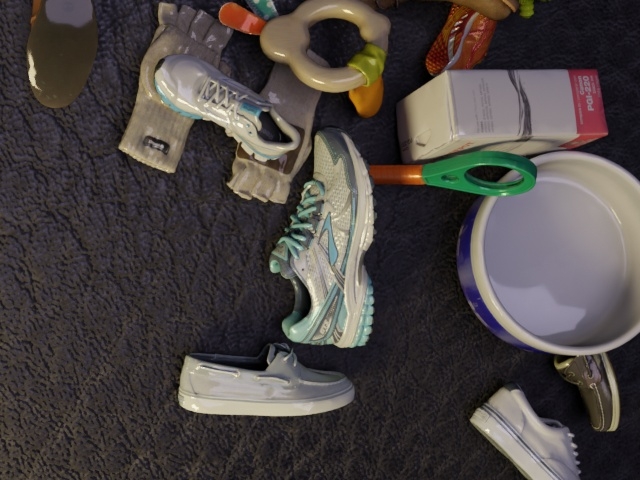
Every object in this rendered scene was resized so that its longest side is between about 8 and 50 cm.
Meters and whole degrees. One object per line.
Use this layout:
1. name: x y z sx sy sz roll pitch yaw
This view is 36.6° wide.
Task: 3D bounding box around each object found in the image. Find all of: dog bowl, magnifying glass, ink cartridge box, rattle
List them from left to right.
1. rattle: -0.017 -0.233 1.184 0.199 0.143 0.130 8 87 4
2. magnifying glass: 0.154 -0.083 1.209 0.092 0.231 0.026 47 47 -59
3. ink cartridge box: 0.225 -0.155 1.232 0.218 0.158 0.092 -6 84 -20
4. dog bowl: 0.319 0.020 1.284 0.265 0.104 0.265 1 83 -9

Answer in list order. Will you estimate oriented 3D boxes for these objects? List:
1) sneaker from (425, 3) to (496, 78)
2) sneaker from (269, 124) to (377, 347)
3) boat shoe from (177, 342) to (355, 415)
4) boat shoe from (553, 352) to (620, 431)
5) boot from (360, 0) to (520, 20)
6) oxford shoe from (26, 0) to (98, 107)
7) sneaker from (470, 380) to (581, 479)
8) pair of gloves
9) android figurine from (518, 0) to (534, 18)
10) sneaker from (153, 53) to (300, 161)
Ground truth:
1. sneaker: 0.199 -0.275 1.276 0.175 0.064 0.067 -56 136 -6
2. sneaker: 0.000 0.000 1.201 0.122 0.110 0.283 -5 97 -16
3. boat shoe: -0.063 0.170 1.211 0.227 0.079 0.081 2 100 -17
4. boat shoe: 0.365 0.167 1.372 0.073 0.080 0.223 -13 95 -12
5. boot: 0.096 -0.325 1.199 0.305 0.112 0.115 22 101 -7
6. oxford shoe: -0.291 -0.257 1.090 0.076 0.076 0.212 2 111 -22
7. sneaker: 0.325 0.303 1.359 0.091 0.094 0.258 -46 108 -5
8. pair of gloves: -0.111 -0.162 1.173 0.240 0.042 0.204 17 84 -27
9. android figurine: 0.275 -0.420 1.217 0.248 0.056 0.273 -47 141 -40
10. sneaker: -0.100 -0.157 1.110 0.190 0.083 0.071 28 81 -25
